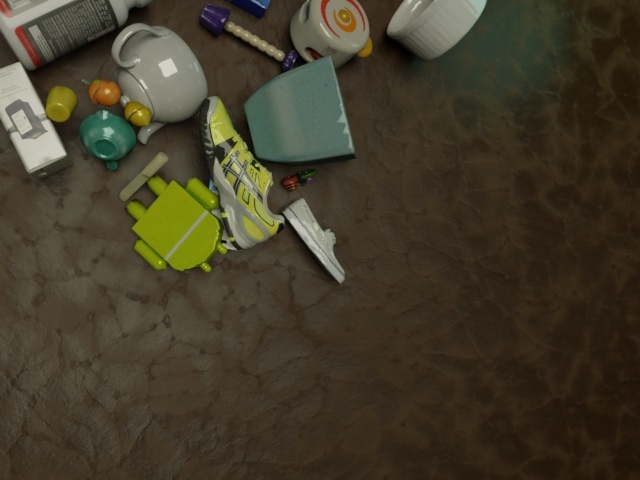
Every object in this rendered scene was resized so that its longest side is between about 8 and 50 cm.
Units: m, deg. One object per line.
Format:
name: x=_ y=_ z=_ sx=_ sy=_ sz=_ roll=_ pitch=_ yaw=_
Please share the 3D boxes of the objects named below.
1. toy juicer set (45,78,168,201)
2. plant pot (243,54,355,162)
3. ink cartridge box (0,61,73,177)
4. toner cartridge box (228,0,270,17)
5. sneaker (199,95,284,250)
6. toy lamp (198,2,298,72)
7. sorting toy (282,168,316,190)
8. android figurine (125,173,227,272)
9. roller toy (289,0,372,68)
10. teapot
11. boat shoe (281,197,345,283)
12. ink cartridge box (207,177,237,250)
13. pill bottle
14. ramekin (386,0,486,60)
toy juicer set: x=-0.483 y=-0.259 z=1.585 sx=0.209 sy=0.090 sz=0.329 roll=-20 pitch=132 yaw=13
plant pot: x=-0.057 y=-0.311 z=1.715 sx=0.252 sy=0.247 sz=0.248 roll=-13 pitch=93 yaw=6
ink cartridge box: x=-0.691 y=-0.277 z=1.561 sx=0.100 sy=0.172 sz=0.237 roll=-26 pitch=96 yaw=-14
toner cartridge box: x=-0.158 y=-0.800 z=1.774 sx=0.165 sy=0.075 sz=0.348 roll=24 pitch=82 yaw=-15
sneaker: x=-0.199 y=-0.175 z=1.642 sx=0.147 sy=0.145 sz=0.385 roll=-16 pitch=103 yaw=1
toy lamp: x=-0.192 y=-0.543 z=1.758 sx=0.274 sy=0.080 sz=0.080 roll=26 pitch=82 yaw=-13
sorting toy: x=-0.053 y=-0.162 z=1.800 sx=0.101 sy=0.061 sz=0.042 roll=-15 pitch=109 yaw=11
android figurine: x=-0.359 y=-0.035 z=1.670 sx=0.273 sy=0.056 sz=0.248 roll=40 pitch=92 yaw=5
roller toy: x=0.030 y=-0.567 z=1.759 sx=0.191 sy=0.146 sz=0.209 roll=-28 pitch=93 yaw=-37
teapot: x=-0.411 y=-0.384 z=1.595 sx=0.187 sy=0.252 sz=0.256 roll=-40 pitch=112 yaw=-26
boat shoe: x=0.000 y=0.000 z=1.793 sx=0.084 sy=0.095 sz=0.258 roll=-38 pitch=100 yaw=-9
ink cartridge box: x=-0.257 y=-0.069 z=1.738 sx=0.104 sy=0.061 sz=0.182 roll=9 pitch=86 yaw=-14
pill bottle: x=-0.597 y=-0.578 z=1.576 sx=0.362 sy=0.210 sz=0.210 roll=-32 pitch=97 yaw=-14
ramekin: x=0.325 y=-0.630 z=1.813 sx=0.135 sy=0.277 sz=0.277 roll=37 pitch=79 yaw=-21
